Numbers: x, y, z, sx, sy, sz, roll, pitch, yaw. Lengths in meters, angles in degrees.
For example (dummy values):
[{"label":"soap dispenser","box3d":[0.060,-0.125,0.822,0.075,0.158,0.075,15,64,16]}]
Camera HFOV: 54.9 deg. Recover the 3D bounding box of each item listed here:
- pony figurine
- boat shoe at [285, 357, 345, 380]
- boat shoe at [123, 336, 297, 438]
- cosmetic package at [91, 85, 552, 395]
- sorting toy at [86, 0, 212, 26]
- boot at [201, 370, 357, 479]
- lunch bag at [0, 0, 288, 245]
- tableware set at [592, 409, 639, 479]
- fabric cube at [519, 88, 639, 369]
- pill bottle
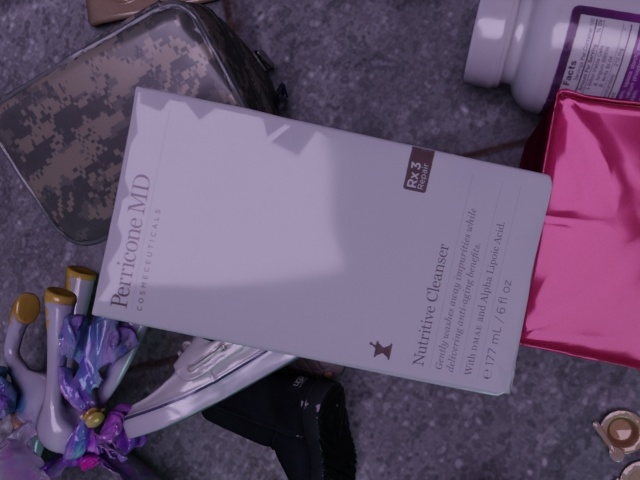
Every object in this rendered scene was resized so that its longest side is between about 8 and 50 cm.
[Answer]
[{"label":"pony figurine","box3d":[-0.347,0.249,0.836,0.351,0.302,0.364,22,97,43]},{"label":"boat shoe","box3d":[-0.099,0.077,0.854,0.324,0.123,0.116,25,63,8]},{"label":"boat shoe","box3d":[-0.125,0.144,0.735,0.267,0.096,0.088,-30,80,9]},{"label":"cosmetic package","box3d":[0.000,0.000,0.612,0.384,0.156,0.217,10,93,-5]},{"label":"sorting toy","box3d":[-0.272,-0.496,0.932,0.229,0.041,0.307,-9,87,11]},{"label":"boot","box3d":[-0.062,0.263,0.844,0.207,0.094,0.247,11,121,33]},{"label":"lunch bag","box3d":[-0.208,-0.158,0.802,0.305,0.256,0.213,-28,105,11]},{"label":"tableware set","box3d":[0.436,0.258,0.779,0.168,0.020,0.141,-30,83,9]},{"label":"fabric cube","box3d":[0.346,-0.001,0.685,0.254,0.258,0.259,11,90,13]},{"label":"pill bottle","box3d":[0.334,-0.226,0.740,0.301,0.169,0.169,13,91,11]}]
